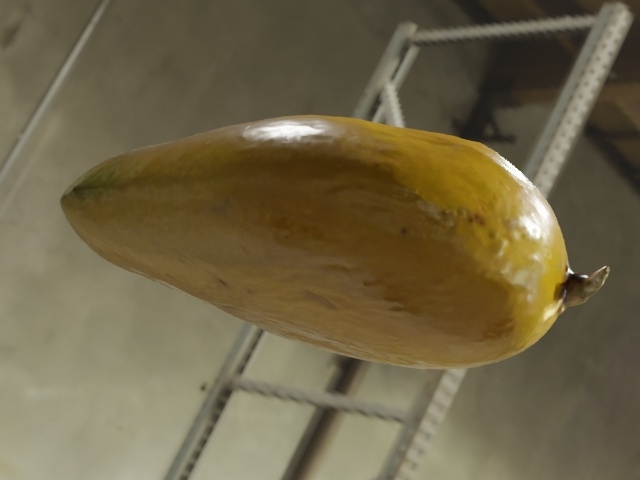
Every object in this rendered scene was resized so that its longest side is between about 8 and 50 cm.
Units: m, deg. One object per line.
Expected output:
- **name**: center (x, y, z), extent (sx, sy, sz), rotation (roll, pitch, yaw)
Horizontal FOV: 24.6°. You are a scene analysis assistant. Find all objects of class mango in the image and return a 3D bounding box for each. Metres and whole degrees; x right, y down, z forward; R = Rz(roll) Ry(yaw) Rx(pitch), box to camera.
- **mango**: center (0.000, 0.000, 0.810), extent (0.316, 0.119, 0.176), rotation (5, -18, 25)
